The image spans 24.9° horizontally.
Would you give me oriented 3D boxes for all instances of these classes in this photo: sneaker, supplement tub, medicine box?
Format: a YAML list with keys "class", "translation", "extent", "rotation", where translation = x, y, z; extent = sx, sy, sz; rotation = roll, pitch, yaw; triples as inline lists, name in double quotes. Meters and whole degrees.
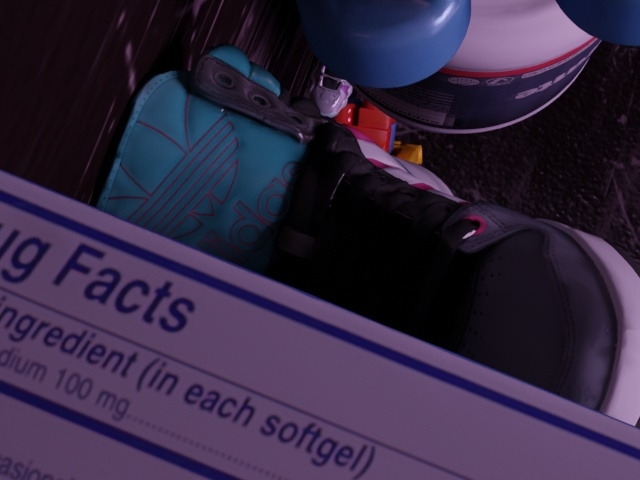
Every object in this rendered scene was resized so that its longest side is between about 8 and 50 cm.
- class: "sneaker"
  translation: [0.013, -0.152, 1.162]
  extent: [0.069, 0.038, 0.098]
  rotation: [92, 10, -76]
- class: "supplement tub"
  translation: [0.089, -0.170, 0.871]
  extent: [0.272, 0.191, 0.191]
  rotation: [80, 32, -84]
- class: "medicine box"
  translation: [-0.033, 0.164, 0.367]
  extent: [0.149, 0.263, 0.289]
  rotation: [103, 9, -74]
- class: "sneaker"
  translation: [0.000, 0.000, 0.594]
  extent: [0.295, 0.178, 0.124]
  rotation: [33, -76, 63]

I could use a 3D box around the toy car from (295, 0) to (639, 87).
- class: "toy car"
  translation: [0.058, -0.221, 0.555]
  extent: [0.219, 0.210, 0.238]
  rotation: [75, 6, -63]

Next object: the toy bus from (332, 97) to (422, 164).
- class: "toy bus"
  translation: [0.028, -0.038, 1.360]
  extent: [0.220, 0.149, 0.212]
  rotation: [-53, 151, -69]
